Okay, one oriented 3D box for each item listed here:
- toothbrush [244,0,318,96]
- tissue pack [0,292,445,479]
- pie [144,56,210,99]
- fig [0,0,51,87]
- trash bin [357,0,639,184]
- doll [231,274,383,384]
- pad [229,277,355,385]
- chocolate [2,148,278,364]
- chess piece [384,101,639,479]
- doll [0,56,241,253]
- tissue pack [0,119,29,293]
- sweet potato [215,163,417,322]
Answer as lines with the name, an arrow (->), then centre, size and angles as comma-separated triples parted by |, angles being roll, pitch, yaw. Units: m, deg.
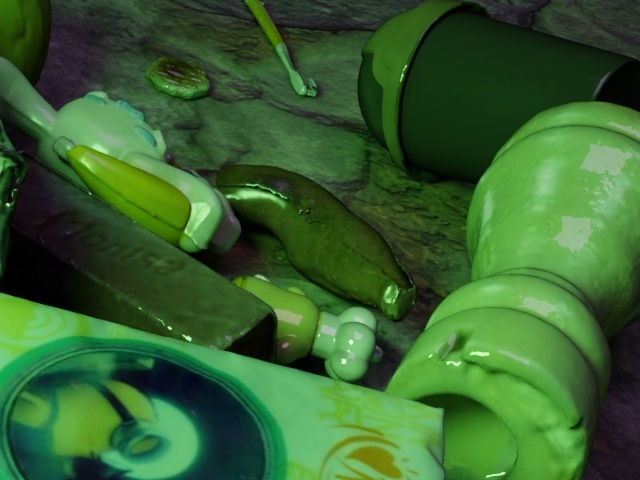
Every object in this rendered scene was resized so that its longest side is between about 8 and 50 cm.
toothbrush -> -0.057, -0.267, 1.775 | 0.024, 0.021, 0.288 | 14, 30, -30
tissue pack -> -0.115, 0.198, 0.864 | 0.388, 0.162, 0.287 | 15, 35, -7
pie -> -0.171, -0.195, 1.598 | 0.084, 0.020, 0.084 | 14, 31, -8
fig -> -0.375, -0.233, 1.307 | 0.239, 0.271, 0.239 | 19, 40, -17
trash bin -> 0.188, -0.156, 1.521 | 0.334, 0.214, 0.214 | 22, 28, 32
doll -> -0.021, 0.079, 1.192 | 0.162, 0.062, 0.106 | 17, 35, -3
pad -> -0.060, 0.120, 1.172 | 0.170, 0.006, 0.245 | -16, 46, -43
chocolate -> -0.173, 0.044, 1.120 | 0.321, 0.112, 0.112 | 33, 41, 22
chess piece -> 0.200, 0.056, 1.203 | 0.234, 0.234, 0.442 | 25, 35, 10
doll -> -0.190, -0.070, 1.248 | 0.252, 0.111, 0.237 | 39, 9, 19
tissue pack -> -0.347, -0.062, 1.062 | 0.122, 0.259, 0.361 | 2, 34, -29
sweet potato -> -0.002, 0.006, 1.298 | 0.112, 0.085, 0.286 | -3, 32, -40
